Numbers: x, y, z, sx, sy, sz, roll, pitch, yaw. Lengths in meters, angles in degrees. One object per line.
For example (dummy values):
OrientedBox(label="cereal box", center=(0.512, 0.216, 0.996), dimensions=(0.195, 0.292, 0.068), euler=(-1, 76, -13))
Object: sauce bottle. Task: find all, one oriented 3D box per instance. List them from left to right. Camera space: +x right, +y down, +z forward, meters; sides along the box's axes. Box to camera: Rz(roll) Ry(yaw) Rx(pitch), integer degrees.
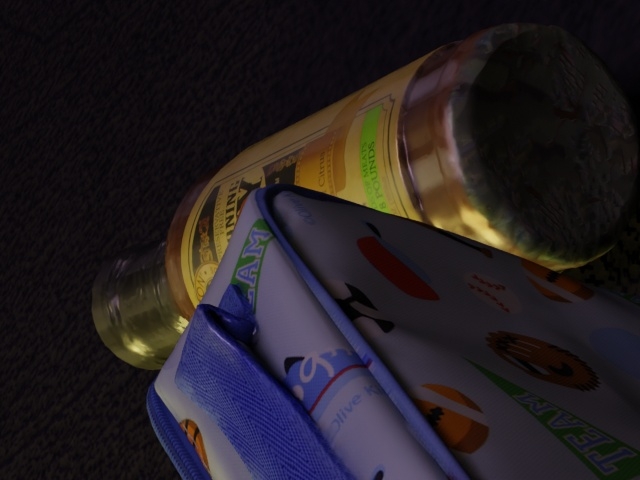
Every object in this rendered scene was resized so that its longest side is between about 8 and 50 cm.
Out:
OrientedBox(label="sauce bottle", center=(0.000, 0.000, 0.845), dimensions=(0.344, 0.111, 0.111), euler=(-25, 56, 53))

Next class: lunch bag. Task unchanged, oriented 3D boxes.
OrientedBox(label="lunch bag", center=(0.078, 0.098, 0.546), dimensions=(0.115, 0.243, 0.303), euler=(-64, 34, 16))
